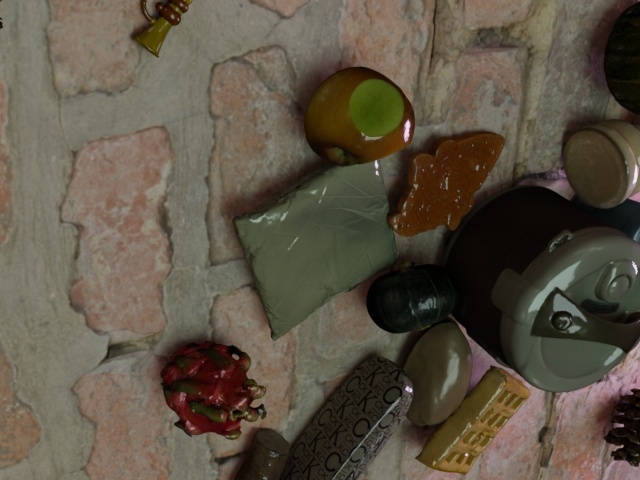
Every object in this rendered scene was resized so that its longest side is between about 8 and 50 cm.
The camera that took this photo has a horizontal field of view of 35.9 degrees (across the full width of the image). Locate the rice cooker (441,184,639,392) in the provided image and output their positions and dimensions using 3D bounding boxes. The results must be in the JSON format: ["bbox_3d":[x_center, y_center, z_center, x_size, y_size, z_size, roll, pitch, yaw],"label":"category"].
[{"bbox_3d":[0.417,0.093,1.790,0.335,0.325,0.335,-13,121,-24],"label":"rice cooker"}]

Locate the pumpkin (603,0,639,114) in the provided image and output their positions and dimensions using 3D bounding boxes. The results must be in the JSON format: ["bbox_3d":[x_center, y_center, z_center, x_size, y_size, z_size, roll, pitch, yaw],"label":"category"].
[{"bbox_3d":[0.604,-0.329,1.782,0.223,0.157,0.224,-9,106,-36],"label":"pumpkin"}]

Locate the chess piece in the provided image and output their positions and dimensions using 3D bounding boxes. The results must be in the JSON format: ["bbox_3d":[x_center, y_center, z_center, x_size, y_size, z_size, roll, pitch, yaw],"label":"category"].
[{"bbox_3d":[0.627,-0.178,1.884,0.299,0.167,0.167,-21,124,-26],"label":"chess piece"}]

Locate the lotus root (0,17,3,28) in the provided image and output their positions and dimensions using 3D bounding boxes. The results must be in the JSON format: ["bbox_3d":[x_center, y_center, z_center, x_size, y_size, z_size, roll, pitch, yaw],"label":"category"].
[{"bbox_3d":[-0.422,-0.356,1.181,0.154,0.154,0.278,-11,119,-25],"label":"lotus root"}]

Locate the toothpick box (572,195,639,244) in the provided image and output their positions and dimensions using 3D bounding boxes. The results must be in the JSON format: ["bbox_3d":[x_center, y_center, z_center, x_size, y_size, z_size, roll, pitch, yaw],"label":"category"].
[{"bbox_3d":[0.571,-0.029,1.907,0.120,0.184,0.120,-14,118,-28],"label":"toothpick box"}]

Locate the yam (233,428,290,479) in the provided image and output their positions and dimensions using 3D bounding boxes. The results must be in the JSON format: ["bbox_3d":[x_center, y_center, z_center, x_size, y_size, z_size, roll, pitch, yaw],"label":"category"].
[{"bbox_3d":[-0.108,0.421,1.820,0.084,0.084,0.127,14,110,-35],"label":"yam"}]

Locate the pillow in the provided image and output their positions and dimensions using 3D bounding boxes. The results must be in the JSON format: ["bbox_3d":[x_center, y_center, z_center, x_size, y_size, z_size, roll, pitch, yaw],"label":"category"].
[{"bbox_3d":[-0.001,0.000,1.659,0.280,0.076,0.274,-31,133,-19],"label":"pillow"}]

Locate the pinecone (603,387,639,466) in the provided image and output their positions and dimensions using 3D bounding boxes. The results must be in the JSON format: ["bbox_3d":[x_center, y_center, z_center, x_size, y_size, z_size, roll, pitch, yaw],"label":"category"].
[{"bbox_3d":[0.756,0.430,2.253,0.179,0.184,0.204,39,80,1],"label":"pinecone"}]

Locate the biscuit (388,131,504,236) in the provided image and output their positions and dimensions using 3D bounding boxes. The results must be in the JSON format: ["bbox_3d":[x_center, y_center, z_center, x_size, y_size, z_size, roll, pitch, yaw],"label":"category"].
[{"bbox_3d":[0.220,-0.106,1.732,0.280,0.043,0.183,-43,130,-21],"label":"biscuit"}]

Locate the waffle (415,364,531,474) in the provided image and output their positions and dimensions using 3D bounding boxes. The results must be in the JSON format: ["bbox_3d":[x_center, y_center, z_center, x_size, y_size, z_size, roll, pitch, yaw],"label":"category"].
[{"bbox_3d":[0.317,0.372,2.006,0.248,0.055,0.221,-51,152,4],"label":"waffle"}]

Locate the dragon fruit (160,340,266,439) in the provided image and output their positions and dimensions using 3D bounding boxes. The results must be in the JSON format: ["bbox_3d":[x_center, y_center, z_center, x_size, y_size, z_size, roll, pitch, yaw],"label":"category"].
[{"bbox_3d":[-0.173,0.254,1.631,0.166,0.172,0.160,31,97,-39],"label":"dragon fruit"}]

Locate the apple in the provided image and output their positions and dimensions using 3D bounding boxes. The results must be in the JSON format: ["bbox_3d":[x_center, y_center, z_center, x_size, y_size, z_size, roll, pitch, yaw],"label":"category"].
[{"bbox_3d":[0.056,-0.183,1.536,0.163,0.146,0.147,42,68,-10],"label":"apple"}]

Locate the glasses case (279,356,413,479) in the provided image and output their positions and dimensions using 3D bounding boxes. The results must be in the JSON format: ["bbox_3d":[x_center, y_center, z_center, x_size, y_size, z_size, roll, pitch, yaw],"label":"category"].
[{"bbox_3d":[0.039,0.375,1.842,0.085,0.137,0.355,33,95,-39],"label":"glasses case"}]

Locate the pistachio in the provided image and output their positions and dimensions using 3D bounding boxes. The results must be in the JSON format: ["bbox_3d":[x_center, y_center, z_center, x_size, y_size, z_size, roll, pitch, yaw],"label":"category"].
[{"bbox_3d":[0.223,0.254,1.898,0.136,0.136,0.226,3,108,-31],"label":"pistachio"}]

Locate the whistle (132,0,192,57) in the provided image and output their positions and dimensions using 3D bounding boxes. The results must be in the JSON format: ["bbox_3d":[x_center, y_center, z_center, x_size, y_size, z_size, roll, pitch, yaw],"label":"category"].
[{"bbox_3d":[-0.224,-0.318,1.389,0.109,0.057,0.046,-59,173,-2],"label":"whistle"}]

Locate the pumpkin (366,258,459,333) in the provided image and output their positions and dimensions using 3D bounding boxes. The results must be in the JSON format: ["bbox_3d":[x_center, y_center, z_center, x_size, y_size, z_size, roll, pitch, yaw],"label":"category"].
[{"bbox_3d":[0.163,0.100,1.756,0.167,0.125,0.167,-25,166,-7],"label":"pumpkin"}]
